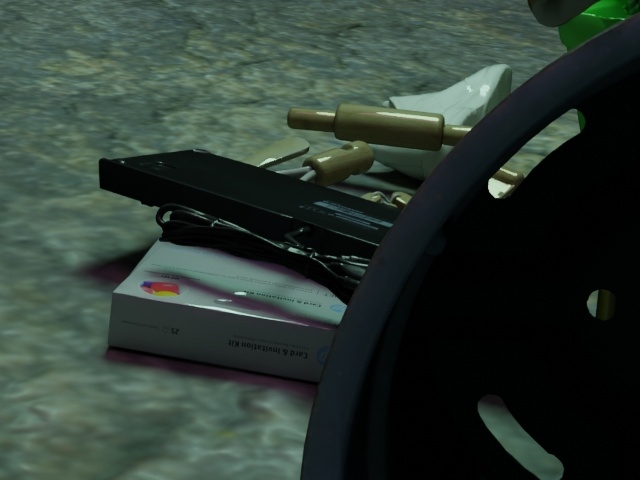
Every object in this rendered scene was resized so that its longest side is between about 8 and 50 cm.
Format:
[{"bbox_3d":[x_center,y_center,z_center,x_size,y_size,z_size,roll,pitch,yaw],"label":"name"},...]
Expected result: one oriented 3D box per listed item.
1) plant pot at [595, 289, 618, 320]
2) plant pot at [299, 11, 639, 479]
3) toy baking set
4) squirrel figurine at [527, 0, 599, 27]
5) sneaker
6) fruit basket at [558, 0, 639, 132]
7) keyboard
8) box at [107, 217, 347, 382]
[{"bbox_3d":[0.261,-0.002,1.084,0.212,0.212,0.187,3,4,-2],"label":"plant pot"},{"bbox_3d":[0.165,0.057,0.698,0.341,0.341,0.334,7,11,-1],"label":"plant pot"},{"bbox_3d":[0.020,-0.053,1.343,0.256,0.030,0.197,9,30,12],"label":"toy baking set"},{"bbox_3d":[0.283,-0.187,0.926,0.370,0.281,0.397,3,-1,36],"label":"squirrel figurine"},{"bbox_3d":[0.100,-0.105,1.522,0.094,0.080,0.212,9,19,21],"label":"sneaker"},{"bbox_3d":[0.359,-0.215,1.483,0.283,0.392,0.392,14,19,33],"label":"fruit basket"},{"bbox_3d":[0.000,0.000,1.112,0.317,0.033,0.201,17,14,26],"label":"keyboard"},{"bbox_3d":[-0.037,0.029,1.116,0.145,0.038,0.186,10,17,6],"label":"box"}]
